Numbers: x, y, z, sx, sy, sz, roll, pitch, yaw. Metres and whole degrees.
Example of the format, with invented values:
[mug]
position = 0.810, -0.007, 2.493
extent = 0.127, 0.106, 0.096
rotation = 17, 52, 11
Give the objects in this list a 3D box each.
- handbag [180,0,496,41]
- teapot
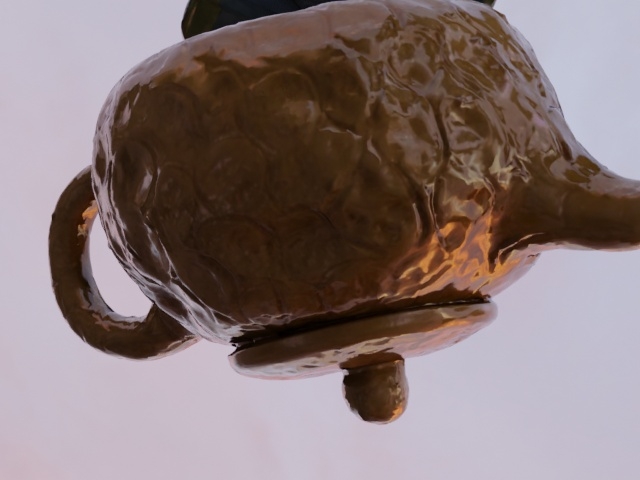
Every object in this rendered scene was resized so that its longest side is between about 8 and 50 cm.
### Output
[handbag]
position = 0.024, -0.222, 1.338
extent = 0.241, 0.263, 0.222
rotation = 26, -10, -3
[teapot]
position = 0.000, 0.000, 0.654
extent = 0.311, 0.203, 0.167
rotation = -14, -97, 30
